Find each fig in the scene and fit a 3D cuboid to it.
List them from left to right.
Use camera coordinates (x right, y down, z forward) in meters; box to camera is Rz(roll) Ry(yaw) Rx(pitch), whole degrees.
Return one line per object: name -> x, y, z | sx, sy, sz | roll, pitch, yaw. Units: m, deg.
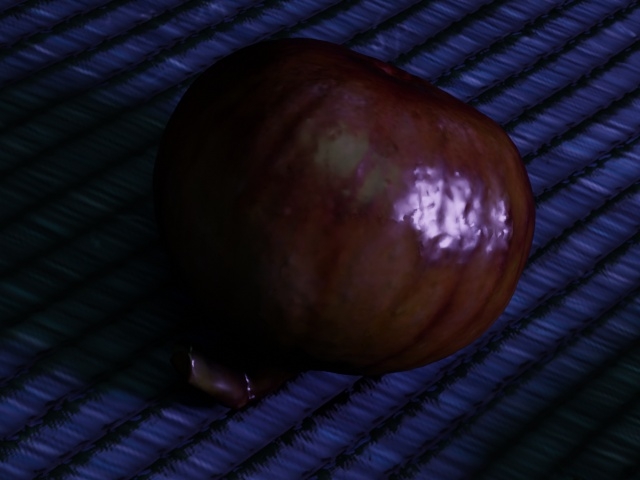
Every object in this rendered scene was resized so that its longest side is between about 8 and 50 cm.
fig -> 0.008, -0.016, 0.880 | 0.235, 0.214, 0.235 | 2, 29, -1

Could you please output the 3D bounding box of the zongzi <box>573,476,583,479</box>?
zongzi -> 0.414, 0.166, 0.823 | 0.447, 0.181, 0.418 | -27, 55, -28
